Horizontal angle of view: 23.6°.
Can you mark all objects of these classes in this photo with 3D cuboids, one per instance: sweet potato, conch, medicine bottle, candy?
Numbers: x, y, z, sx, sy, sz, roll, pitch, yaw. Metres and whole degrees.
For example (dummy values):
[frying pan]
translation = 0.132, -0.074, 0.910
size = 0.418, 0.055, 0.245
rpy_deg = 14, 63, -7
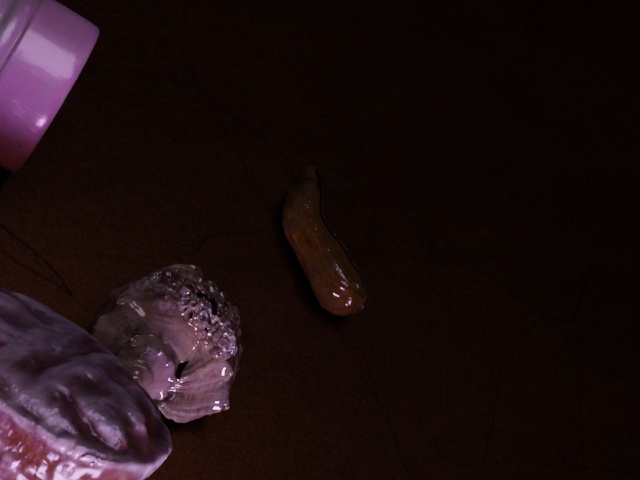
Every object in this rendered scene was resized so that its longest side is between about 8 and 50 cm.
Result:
[sweet potato]
translation = -0.004, -0.003, 1.972
size = 0.081, 0.062, 0.233
rpy_deg = 16, 44, -47
[conch]
translation = -0.162, 0.107, 1.735
size = 0.245, 0.163, 0.178
rpy_deg = -71, 142, -62
[medicine bottle]
translation = -0.432, -0.237, 1.722
size = 0.316, 0.202, 0.202
rpy_deg = 32, 44, -14
[candy]
translation = -0.289, 0.167, 1.533
size = 0.289, 0.157, 0.214
rpy_deg = 38, 19, 17
